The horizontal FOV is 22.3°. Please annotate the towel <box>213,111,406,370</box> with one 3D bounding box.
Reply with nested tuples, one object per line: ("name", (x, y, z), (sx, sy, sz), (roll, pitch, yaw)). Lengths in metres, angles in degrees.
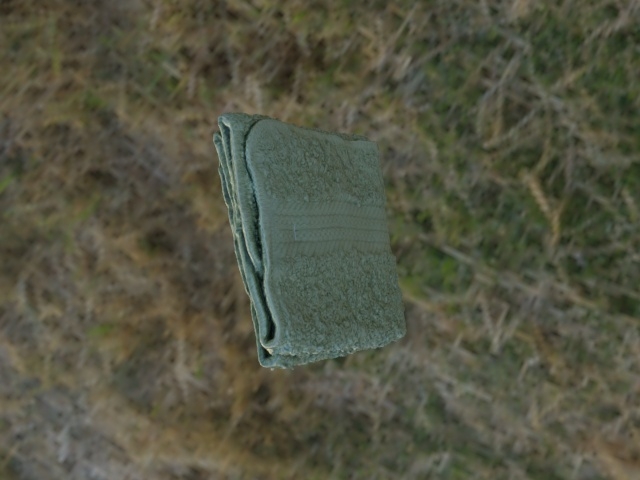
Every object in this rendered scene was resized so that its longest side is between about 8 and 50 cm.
("towel", (0.000, 0.000, 0.718), (0.027, 0.148, 0.110), (-13, 84, 23))
